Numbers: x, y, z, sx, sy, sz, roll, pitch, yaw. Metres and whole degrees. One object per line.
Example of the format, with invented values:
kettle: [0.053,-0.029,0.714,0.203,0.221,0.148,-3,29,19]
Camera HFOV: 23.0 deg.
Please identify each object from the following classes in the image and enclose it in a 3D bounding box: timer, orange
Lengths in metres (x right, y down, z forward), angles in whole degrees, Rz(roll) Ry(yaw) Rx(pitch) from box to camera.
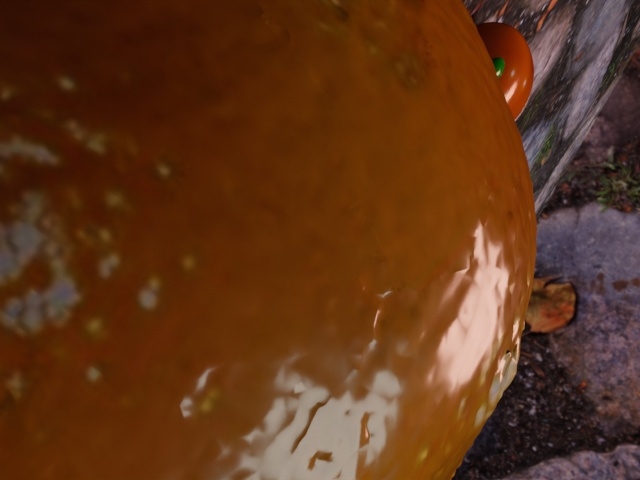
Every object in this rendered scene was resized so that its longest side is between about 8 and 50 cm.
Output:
timer: [0.166,-0.163,1.612,0.136,0.099,0.136,21,90,-83]
orange: [-0.091,0.036,0.641,0.424,0.326,0.424,-51,164,-21]
